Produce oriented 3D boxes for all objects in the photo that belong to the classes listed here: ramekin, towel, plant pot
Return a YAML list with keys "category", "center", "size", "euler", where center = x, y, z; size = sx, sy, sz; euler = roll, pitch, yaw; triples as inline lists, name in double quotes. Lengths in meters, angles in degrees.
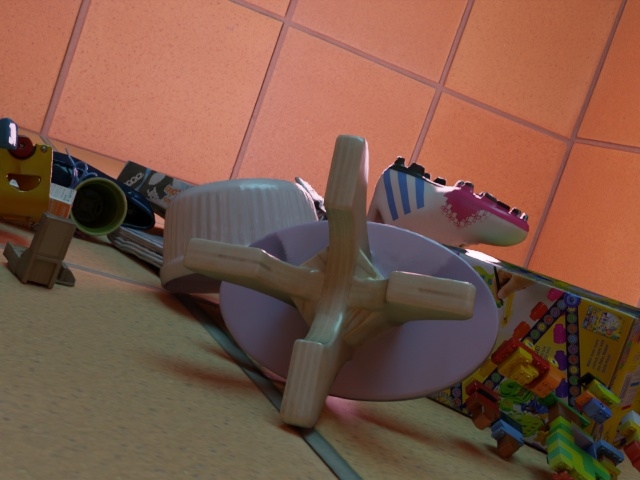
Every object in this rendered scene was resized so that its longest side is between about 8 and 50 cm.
- category: "ramekin"
  center: [-0.096, -0.004, 1.124]
  size: [0.207, 0.109, 0.207]
  euler: [-5, -11, -1]
- category: "towel"
  center: [-0.158, 0.041, 1.362]
  size: [0.285, 0.034, 0.209]
  euler: [18, 2, -43]
- category: "plant pot"
  center: [-0.333, -0.050, 1.335]
  size: [0.083, 0.083, 0.079]
  euler: [17, -4, -26]

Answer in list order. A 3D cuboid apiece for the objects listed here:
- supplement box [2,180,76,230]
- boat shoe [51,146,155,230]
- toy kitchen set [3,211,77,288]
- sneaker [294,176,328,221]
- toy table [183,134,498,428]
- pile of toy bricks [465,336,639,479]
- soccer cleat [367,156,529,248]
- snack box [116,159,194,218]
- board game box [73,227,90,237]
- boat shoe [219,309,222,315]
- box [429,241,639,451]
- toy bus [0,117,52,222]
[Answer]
- category: "supplement box"
  center: [-0.386, -0.049, 1.227]
  size: [0.098, 0.062, 0.036]
  euler: [18, 32, -11]
- category: "boat shoe"
  center: [-0.375, -0.083, 1.466]
  size: [0.258, 0.109, 0.089]
  euler: [14, 8, -35]
- category: "toy kitchen set"
  center: [-0.282, 0.005, 0.965]
  size: [0.068, 0.075, 0.083]
  euler: [18, 9, -37]
- category: "sneaker"
  center: [0.000, 0.000, 1.586]
  size: [0.210, 0.137, 0.366]
  euler: [38, -1, -1]
- category: "toy table"
  center: [0.022, 0.048, 0.837]
  size: [0.274, 0.252, 0.161]
  euler: [-3, -16, 11]
- category: "pile of toy bricks"
  center: [0.237, 0.196, 0.875]
  size: [0.212, 0.118, 0.105]
  euler: [35, 29, -13]
- category: "soccer cleat"
  center: [0.179, -0.021, 1.355]
  size: [0.116, 0.143, 0.331]
  euler: [25, 3, -30]
- category: "snack box"
  center: [-0.214, -0.043, 1.600]
  size: [0.187, 0.060, 0.322]
  euler: [38, -10, -39]
- category: "board game box"
  center: [-0.411, -0.047, 1.334]
  size: [0.133, 0.033, 0.168]
  euler: [16, 6, -40]
- category: "boat shoe"
  center: [-0.062, 0.090, 1.049]
  size: [0.083, 0.065, 0.183]
  euler: [52, -16, -3]
- category: "box"
  center: [0.261, 0.130, 1.151]
  size: [0.279, 0.177, 0.290]
  euler: [22, 5, 30]
- category: "toy bus"
  center: [-0.419, -0.073, 1.083]
  size: [0.202, 0.104, 0.191]
  euler: [-3, -10, 19]
